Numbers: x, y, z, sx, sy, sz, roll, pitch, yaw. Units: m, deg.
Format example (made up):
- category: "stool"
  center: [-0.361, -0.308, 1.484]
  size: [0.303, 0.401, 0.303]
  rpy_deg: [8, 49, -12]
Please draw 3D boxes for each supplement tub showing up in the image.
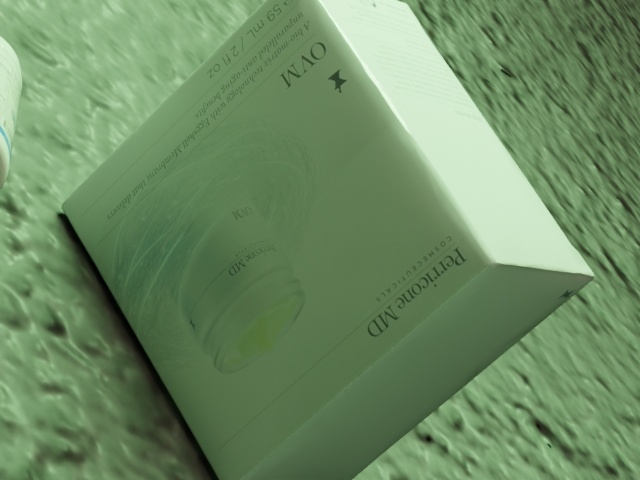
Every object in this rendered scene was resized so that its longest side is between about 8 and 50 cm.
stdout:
- category: "supplement tub"
  center: [-0.211, -0.071, 1.116]
  size: [0.071, 0.071, 0.107]
  rpy_deg: [36, 25, -25]

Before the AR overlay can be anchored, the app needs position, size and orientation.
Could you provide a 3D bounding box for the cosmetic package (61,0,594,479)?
- category: "cosmetic package"
  center: [0.000, 0.000, 1.169]
  size: [0.138, 0.224, 0.224]
  rpy_deg: [5, 47, -58]
